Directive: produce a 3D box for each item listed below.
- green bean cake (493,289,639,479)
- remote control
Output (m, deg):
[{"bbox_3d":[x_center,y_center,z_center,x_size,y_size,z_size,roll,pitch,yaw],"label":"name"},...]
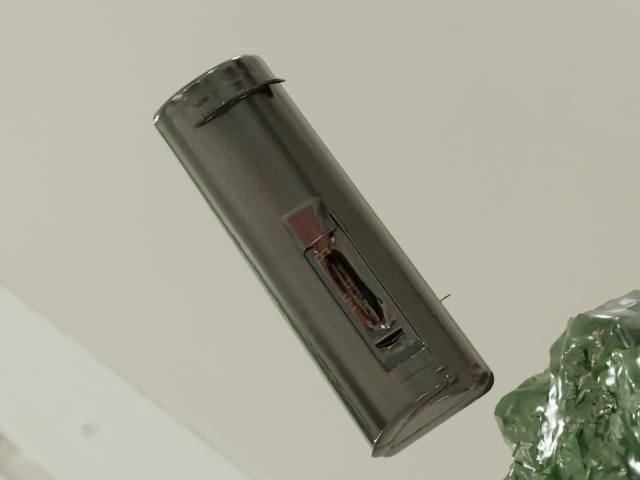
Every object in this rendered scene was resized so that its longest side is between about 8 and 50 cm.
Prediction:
[{"bbox_3d":[0.196,0.086,0.617,0.308,0.300,0.169,-12,-92,-58],"label":"green bean cake"},{"bbox_3d":[0.000,0.000,0.381,0.034,0.091,0.016,-33,-15,-9],"label":"remote control"}]
